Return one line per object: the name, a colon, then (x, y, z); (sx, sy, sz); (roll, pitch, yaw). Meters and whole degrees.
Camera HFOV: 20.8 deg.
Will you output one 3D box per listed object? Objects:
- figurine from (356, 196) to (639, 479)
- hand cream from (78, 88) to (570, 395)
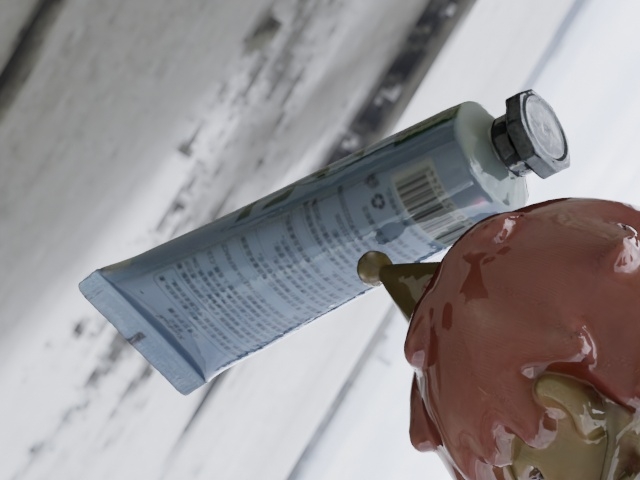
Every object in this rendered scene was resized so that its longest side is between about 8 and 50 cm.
figurine: (0.131, 0.078, 0.674); (0.207, 0.387, 0.166); (18, 96, -51)
hand cream: (0.000, 0.000, 0.869); (0.271, 0.091, 0.058); (-27, -151, 32)
